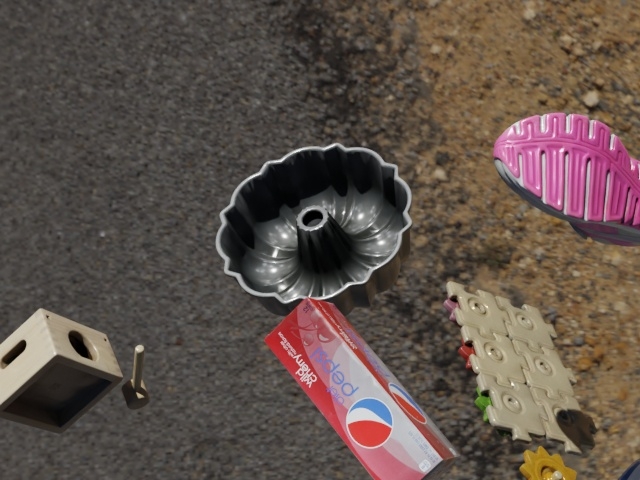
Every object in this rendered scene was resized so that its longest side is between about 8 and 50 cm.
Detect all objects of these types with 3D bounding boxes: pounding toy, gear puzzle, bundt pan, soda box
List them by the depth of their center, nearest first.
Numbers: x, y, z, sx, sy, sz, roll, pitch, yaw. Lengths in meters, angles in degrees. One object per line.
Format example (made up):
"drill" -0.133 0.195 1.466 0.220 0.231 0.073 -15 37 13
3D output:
"soda box" 0.050 0.194 1.159 0.083 0.092 0.263 -46 67 10
"gear puzzle" 0.254 0.199 1.171 0.044 0.175 0.339 -56 29 33
"pounding toy" -0.322 0.170 1.277 0.181 0.206 0.094 -41 52 11
"bundt pan" 0.000 0.000 1.549 0.330 0.124 0.331 -8 51 10

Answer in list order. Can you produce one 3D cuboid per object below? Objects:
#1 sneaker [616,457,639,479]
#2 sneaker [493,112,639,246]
"sneaker" 0.380 0.407 1.105 0.182 0.315 0.127 37 126 18
"sneaker" 0.276 -0.047 0.945 0.111 0.252 0.103 -19 52 68
